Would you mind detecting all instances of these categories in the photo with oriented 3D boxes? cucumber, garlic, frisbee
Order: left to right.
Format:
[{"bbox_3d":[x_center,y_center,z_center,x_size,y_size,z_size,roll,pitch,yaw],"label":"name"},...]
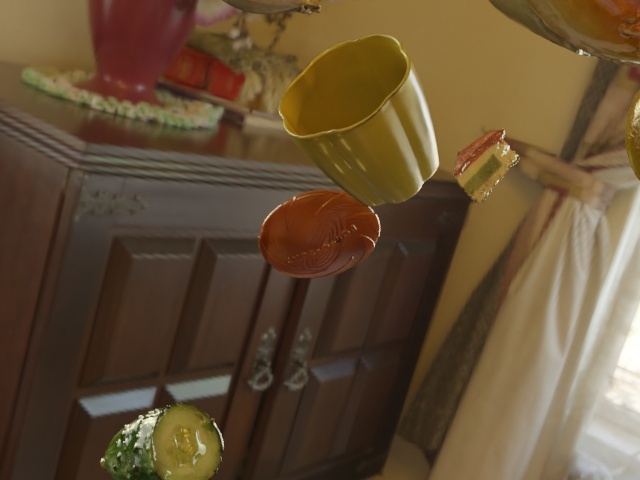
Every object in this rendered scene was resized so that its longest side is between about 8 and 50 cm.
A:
[{"bbox_3d":[-0.273,0.336,1.445,0.134,0.134,0.244,4,-17,-45],"label":"cucumber"},{"bbox_3d":[-0.076,-0.302,0.988,0.101,0.087,0.196,-15,45,-19],"label":"garlic"},{"bbox_3d":[0.000,0.000,1.429,0.192,0.192,0.035,11,43,-21],"label":"frisbee"}]

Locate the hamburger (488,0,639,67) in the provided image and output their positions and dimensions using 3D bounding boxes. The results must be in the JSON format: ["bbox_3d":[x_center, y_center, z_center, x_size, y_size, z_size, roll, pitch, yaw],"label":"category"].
[{"bbox_3d":[0.218,-0.255,0.582,0.300,0.300,0.176,8,16,-32],"label":"hamburger"}]

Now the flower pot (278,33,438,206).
[{"bbox_3d":[0.066,-0.151,1.253,0.195,0.195,0.179,29,-19,47],"label":"flower pot"}]

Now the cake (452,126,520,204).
[{"bbox_3d":[0.339,-0.158,1.854,0.086,0.116,0.220,51,18,-6],"label":"cake"}]

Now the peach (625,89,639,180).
[{"bbox_3d":[0.613,-0.161,1.482,0.251,0.251,0.153,25,30,37],"label":"peach"}]
